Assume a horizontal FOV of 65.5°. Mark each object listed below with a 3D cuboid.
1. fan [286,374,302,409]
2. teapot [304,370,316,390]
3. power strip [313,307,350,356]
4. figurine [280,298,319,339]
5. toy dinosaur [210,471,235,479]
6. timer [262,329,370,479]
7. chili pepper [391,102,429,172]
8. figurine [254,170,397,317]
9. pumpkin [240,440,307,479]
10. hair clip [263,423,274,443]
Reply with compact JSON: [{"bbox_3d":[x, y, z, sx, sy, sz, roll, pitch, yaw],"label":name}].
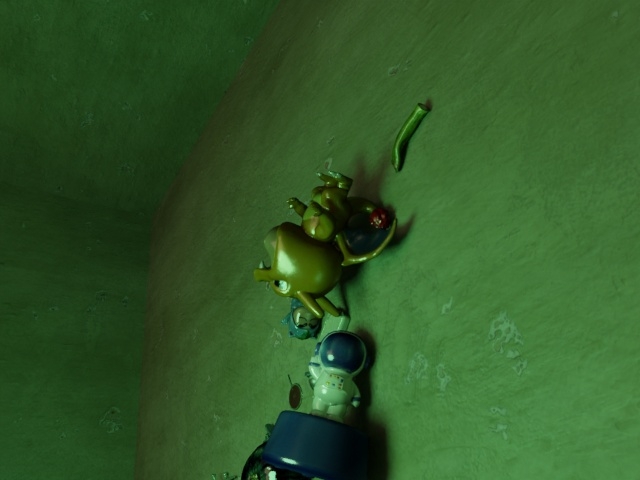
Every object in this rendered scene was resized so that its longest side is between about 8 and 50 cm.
[{"bbox_3d":[-0.092,0.501,1.659,0.085,0.005,0.133,-60,36,25],"label":"fan"},{"bbox_3d":[-0.004,0.410,1.484,0.057,0.088,0.066,-30,37,32],"label":"teapot"},{"bbox_3d":[0.032,0.298,1.517,0.081,0.035,0.192,28,101,58],"label":"power strip"},{"bbox_3d":[-0.052,0.230,1.622,0.144,0.114,0.178,-53,30,30],"label":"figurine"},{"bbox_3d":[-0.370,0.945,1.895,0.187,0.044,0.107,-18,76,40],"label":"toy dinosaur"},{"bbox_3d":[0.025,0.422,1.313,0.270,0.270,0.384,-22,47,53],"label":"timer"},{"bbox_3d":[0.244,-0.294,1.417,0.202,0.050,0.052,-65,-4,20],"label":"chili pepper"},{"bbox_3d":[0.009,0.004,1.439,0.401,0.268,0.387,24,90,54],"label":"figurine"},{"bbox_3d":[-0.142,0.725,1.498,0.233,0.162,0.233,-22,63,50],"label":"pumpkin"},{"bbox_3d":[-0.114,0.651,1.613,0.229,0.039,0.070,-9,70,51],"label":"hair clip"}]
